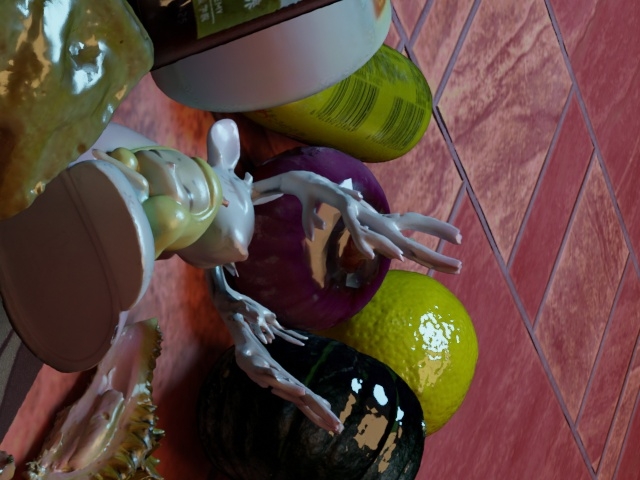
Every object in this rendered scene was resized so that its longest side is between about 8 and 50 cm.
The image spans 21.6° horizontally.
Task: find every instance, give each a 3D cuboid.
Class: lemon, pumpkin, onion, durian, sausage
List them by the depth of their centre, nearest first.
[{"bbox_3d":[-0.163,0.160,1.400,0.140,0.078,0.224,56,48,-50],"label":"durian"},{"bbox_3d":[-0.009,0.172,1.545,0.162,0.220,0.220,-64,146,-20],"label":"pumpkin"},{"bbox_3d":[-0.008,-0.001,1.591,0.177,0.153,0.177,-6,107,-20],"label":"onion"},{"bbox_3d":[0.011,-0.149,1.623,0.347,0.123,0.123,16,80,-62],"label":"sausage"},{"bbox_3d":[0.073,0.115,1.727,0.203,0.178,0.178,-58,142,-42],"label":"lemon"}]

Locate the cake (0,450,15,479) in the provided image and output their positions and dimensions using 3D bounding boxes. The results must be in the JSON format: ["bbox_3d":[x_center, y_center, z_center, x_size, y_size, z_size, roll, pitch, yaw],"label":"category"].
[{"bbox_3d":[-0.307,0.207,1.098,0.225,0.109,0.090,-34,125,-50],"label":"cake"}]

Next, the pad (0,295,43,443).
[{"bbox_3d":[-0.290,0.101,1.233,0.330,0.004,0.220,-66,146,-31],"label":"pad"}]

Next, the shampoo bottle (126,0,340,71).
[{"bbox_3d":[0.003,-0.230,1.224,0.323,0.084,0.129,-21,127,-17],"label":"shampoo bottle"}]

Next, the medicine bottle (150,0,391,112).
[{"bbox_3d":[-0.086,-0.312,1.322,0.219,0.219,0.388,-56,140,-42],"label":"medicine bottle"}]

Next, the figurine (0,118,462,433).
[{"bbox_3d":[-0.085,0.025,1.339,0.316,0.284,0.206,-15,139,-55],"label":"figurine"}]

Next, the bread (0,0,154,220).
[{"bbox_3d":[-0.241,-0.158,1.099,0.196,0.238,0.252,-33,130,-6],"label":"bread"}]
